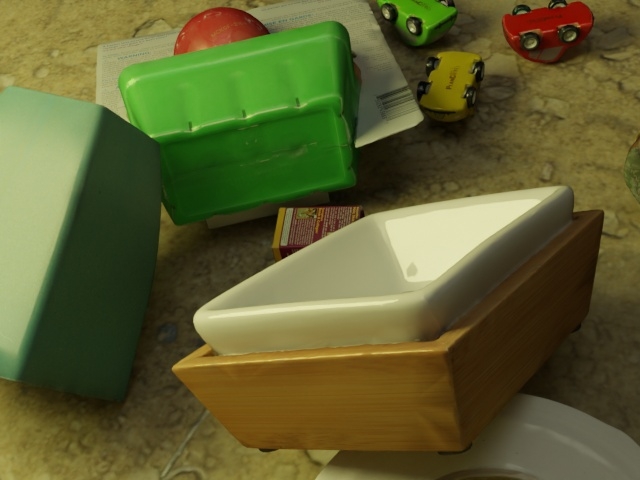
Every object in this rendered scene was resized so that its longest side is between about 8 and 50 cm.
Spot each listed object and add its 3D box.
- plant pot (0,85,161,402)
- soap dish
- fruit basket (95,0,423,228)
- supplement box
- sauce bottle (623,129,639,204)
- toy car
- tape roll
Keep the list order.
[{"bbox_3d":[-0.239,-0.001,0.921,0.165,0.165,0.234,15,82,23],"label":"plant pot"},{"bbox_3d":[0.066,0.057,0.806,0.228,0.118,0.291,-8,14,36],"label":"soap dish"},{"bbox_3d":[-0.082,-0.161,1.145,0.327,0.165,0.353,-13,31,-2],"label":"fruit basket"},{"bbox_3d":[0.000,0.000,1.023,0.083,0.043,0.055,-1,47,12],"label":"supplement box"},{"bbox_3d":[0.414,-0.155,1.045,0.111,0.111,0.344,23,53,28],"label":"sauce bottle"},{"bbox_3d":[0.154,-0.226,1.199,0.239,0.053,0.225,-34,50,-21],"label":"toy car"},{"bbox_3d":[0.117,0.246,0.732,0.286,0.100,0.286,-5,47,6],"label":"tape roll"}]
